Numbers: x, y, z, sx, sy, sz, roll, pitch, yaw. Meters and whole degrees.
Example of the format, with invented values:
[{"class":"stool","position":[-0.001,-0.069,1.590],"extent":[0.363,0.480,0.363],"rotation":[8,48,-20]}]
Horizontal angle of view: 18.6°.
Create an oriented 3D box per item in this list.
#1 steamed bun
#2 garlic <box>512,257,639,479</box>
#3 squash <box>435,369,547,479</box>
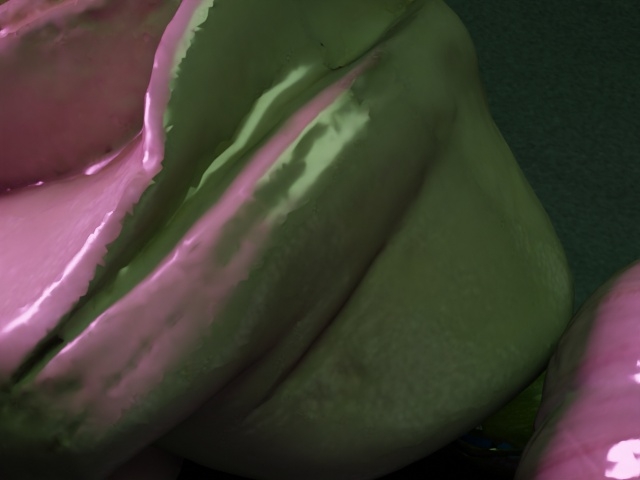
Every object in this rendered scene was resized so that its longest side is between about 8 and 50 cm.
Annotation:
[{"class":"steamed bun","position":[-0.084,-0.055,0.945],"extent":[0.342,0.255,0.367],"rotation":[-24,39,-7]},{"class":"garlic","position":[0.216,0.129,0.875],"extent":[0.317,0.259,0.317],"rotation":[8,72,-25]},{"class":"squash","position":[0.193,0.098,1.043],"extent":[0.331,0.087,0.087],"rotation":[3,40,-12]}]
